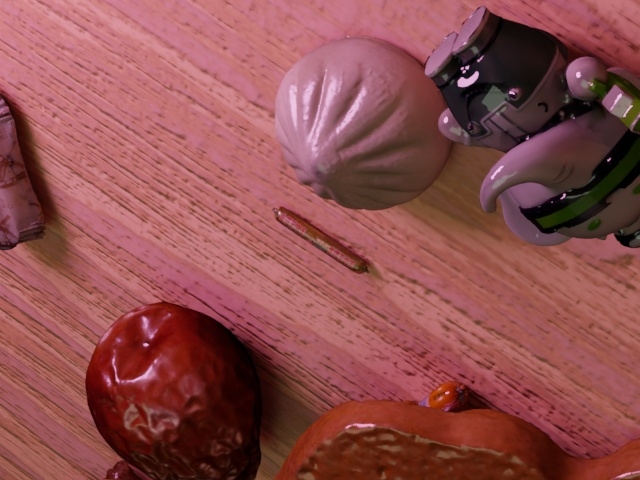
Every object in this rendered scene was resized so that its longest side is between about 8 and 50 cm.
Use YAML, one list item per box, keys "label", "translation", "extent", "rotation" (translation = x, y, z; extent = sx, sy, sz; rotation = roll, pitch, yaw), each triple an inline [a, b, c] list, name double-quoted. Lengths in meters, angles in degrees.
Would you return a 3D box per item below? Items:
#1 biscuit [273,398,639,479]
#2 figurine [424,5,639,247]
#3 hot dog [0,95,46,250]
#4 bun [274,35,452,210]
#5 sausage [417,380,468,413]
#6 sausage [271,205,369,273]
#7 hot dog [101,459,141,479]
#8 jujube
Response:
- label: "biscuit"
  translation: [0.143, 0.294, 1.017]
  extent: [0.456, 0.078, 0.349]
  rotation: [8, 118, 14]
- label: "figurine"
  translation: [0.153, -0.063, 0.731]
  extent: [0.192, 0.126, 0.147]
  rotation: [39, 122, -16]
- label: "hot dog"
  translation: [-0.337, -0.076, 1.137]
  extent: [0.108, 0.059, 0.191]
  rotation: [4, 126, 18]
- label: "bun"
  translation: [0.022, -0.073, 0.839]
  extent: [0.138, 0.094, 0.138]
  rotation: [18, 134, 19]
- label: "sausage"
  translation: [0.102, 0.154, 1.028]
  extent: [0.031, 0.031, 0.107]
  rotation: [41, 140, 0]
- label: "sausage"
  translation: [0.000, 0.000, 0.979]
  extent: [0.100, 0.015, 0.015]
  rotation: [34, 139, 8]
- label: "hot dog"
  translation: [-0.189, 0.359, 1.389]
  extent: [0.213, 0.103, 0.146]
  rotation: [54, 160, -2]
- label: "jujube"
  translation: [-0.133, 0.167, 1.139]
  extent: [0.168, 0.168, 0.236]
  rotation: [10, 146, 31]
